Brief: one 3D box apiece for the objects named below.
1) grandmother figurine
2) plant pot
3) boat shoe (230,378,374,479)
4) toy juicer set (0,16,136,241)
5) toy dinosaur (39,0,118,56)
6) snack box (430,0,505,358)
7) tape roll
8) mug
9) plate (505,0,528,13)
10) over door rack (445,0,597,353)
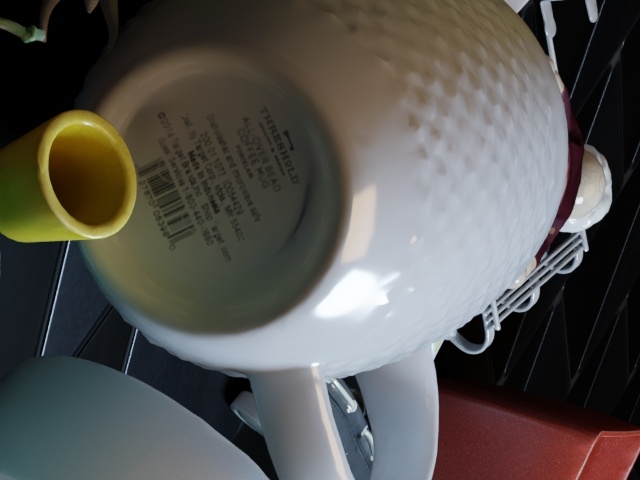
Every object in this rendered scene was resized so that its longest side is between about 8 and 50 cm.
[{"bbox_3d":[0.196,-0.058,1.638,0.342,0.104,0.208,8,103,-69],"label":"grandmother figurine"},{"bbox_3d":[0.187,0.282,2.070,0.267,0.236,0.267,-64,159,4],"label":"plant pot"},{"bbox_3d":[0.011,0.179,1.718,0.091,0.114,0.302,-54,158,-9],"label":"boat shoe"},{"bbox_3d":[-0.226,-0.028,0.844,0.329,0.089,0.209,-45,114,-46],"label":"toy juicer set"},{"bbox_3d":[-0.079,-0.252,1.064,0.313,0.121,0.160,-45,165,-48],"label":"toy dinosaur"},{"bbox_3d":[0.106,-0.075,1.610,0.187,0.060,0.322,-54,150,-53],"label":"snack box"},{"bbox_3d":[-0.129,0.211,1.203,0.100,0.286,0.286,-51,155,-32],"label":"tape roll"},{"bbox_3d":[0.000,0.000,1.141,0.328,0.276,0.374,-21,99,-70],"label":"mug"},{"bbox_3d":[0.215,-0.363,1.663,0.277,0.045,0.278,-49,154,-34],"label":"plate"},{"bbox_3d":[0.187,-0.079,1.865,0.239,0.108,0.324,-36,131,-51],"label":"over door rack"}]
